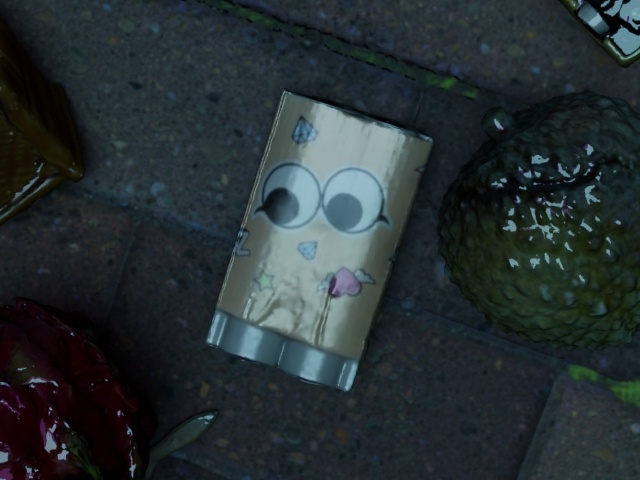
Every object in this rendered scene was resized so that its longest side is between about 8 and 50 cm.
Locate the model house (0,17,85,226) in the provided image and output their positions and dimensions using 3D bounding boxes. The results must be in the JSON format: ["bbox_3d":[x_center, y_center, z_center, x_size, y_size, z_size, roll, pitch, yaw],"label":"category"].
[{"bbox_3d":[-0.381,-0.141,1.396,0.229,0.199,0.219,-2,138,-30],"label":"model house"}]

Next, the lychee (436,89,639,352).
[{"bbox_3d":[0.241,-0.018,1.282,0.255,0.255,0.274,-32,98,11],"label":"lychee"}]

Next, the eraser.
[{"bbox_3d":[0.000,0.000,1.400,0.171,0.087,0.290,19,100,6],"label":"eraser"}]

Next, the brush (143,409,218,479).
[{"bbox_3d":[-0.195,0.251,1.498,0.196,0.021,0.070,-36,94,11],"label":"brush"}]

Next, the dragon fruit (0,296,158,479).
[{"bbox_3d":[-0.331,0.215,1.369,0.329,0.329,0.329,1,99,7],"label":"dragon fruit"}]

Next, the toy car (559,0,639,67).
[{"bbox_3d":[0.257,-0.293,1.307,0.101,0.124,0.256,-41,82,11],"label":"toy car"}]
